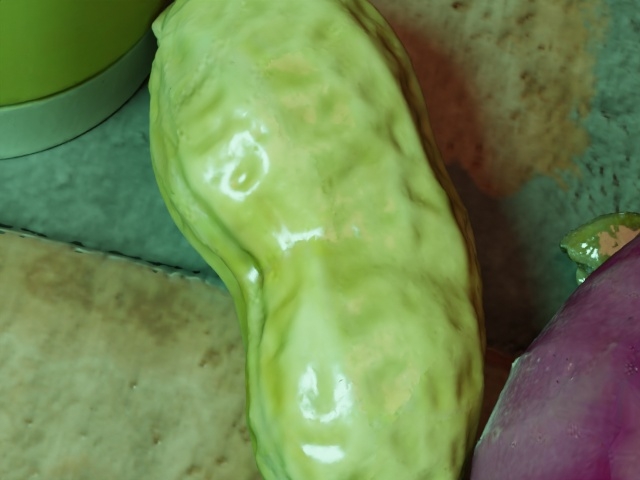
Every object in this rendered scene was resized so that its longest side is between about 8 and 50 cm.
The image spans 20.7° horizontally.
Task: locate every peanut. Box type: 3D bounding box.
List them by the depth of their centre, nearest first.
[{"bbox_3d":[0.000,0.000,0.843,0.147,0.147,0.305,-17,75,-15],"label":"peanut"}]

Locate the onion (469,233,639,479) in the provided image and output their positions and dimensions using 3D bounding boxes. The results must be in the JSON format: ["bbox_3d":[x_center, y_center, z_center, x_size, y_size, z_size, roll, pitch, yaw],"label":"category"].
[{"bbox_3d":[0.227,0.127,0.734,0.358,0.345,0.358,-15,57,24],"label":"onion"}]

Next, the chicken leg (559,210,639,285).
[{"bbox_3d":[0.223,0.005,0.918,0.198,0.069,0.085,-1,90,-1],"label":"chicken leg"}]

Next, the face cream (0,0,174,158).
[{"bbox_3d":[-0.175,-0.175,0.872,0.218,0.179,0.218,3,65,-7],"label":"face cream"}]
